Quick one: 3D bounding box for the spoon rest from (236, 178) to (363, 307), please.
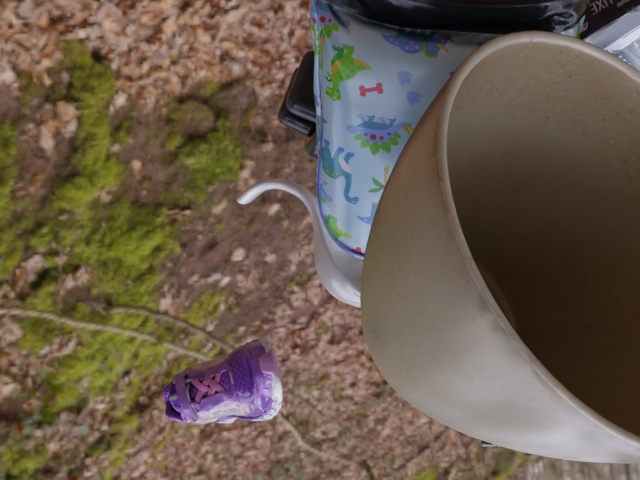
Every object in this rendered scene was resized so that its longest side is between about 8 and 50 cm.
[{"bbox_3d":[0.000,0.000,1.277,0.084,0.276,0.137,-49,176,16],"label":"spoon rest"}]

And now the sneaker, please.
[{"bbox_3d":[-0.128,0.183,1.024,0.105,0.095,0.236,-1,162,-30],"label":"sneaker"}]

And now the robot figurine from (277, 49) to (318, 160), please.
[{"bbox_3d":[0.082,-0.169,1.213,0.278,0.173,0.209,22,-156,-11],"label":"robot figurine"}]

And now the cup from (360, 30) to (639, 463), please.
[{"bbox_3d":[0.163,0.036,0.680,0.331,0.331,0.237,-9,161,-36],"label":"cup"}]

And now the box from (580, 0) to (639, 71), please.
[{"bbox_3d":[0.543,-0.300,1.303,0.242,0.076,0.307,-29,139,27],"label":"box"}]

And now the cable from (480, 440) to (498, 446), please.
[{"bbox_3d":[0.383,0.300,1.210,0.287,0.072,0.139,-6,172,0],"label":"cable"}]

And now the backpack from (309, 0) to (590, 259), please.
[{"bbox_3d":[0.112,-0.141,0.887,0.290,0.273,0.355,9,146,1],"label":"backpack"}]
